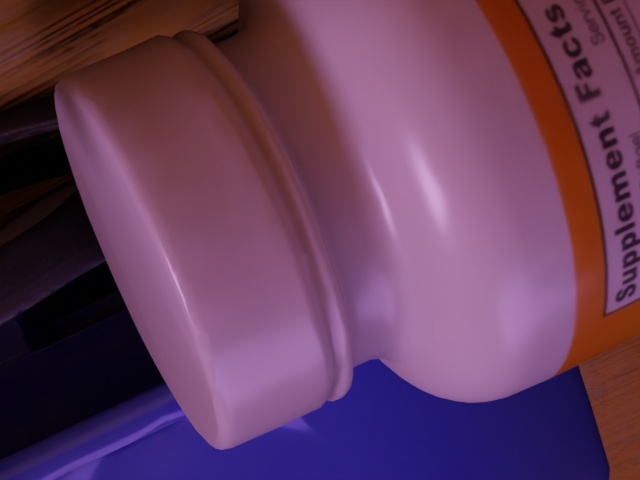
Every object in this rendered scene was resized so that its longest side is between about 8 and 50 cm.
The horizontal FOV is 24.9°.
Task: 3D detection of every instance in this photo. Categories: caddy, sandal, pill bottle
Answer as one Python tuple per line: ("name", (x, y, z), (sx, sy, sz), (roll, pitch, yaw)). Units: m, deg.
("caddy", (-0.053, 0.053, 0.582), (0.341, 0.179, 0.241), (-26, -163, 4))
("sandal", (-0.071, -0.024, 0.463), (0.254, 0.054, 0.097), (-33, -175, -24))
("pill bottle", (0.063, -0.040, 0.388), (0.246, 0.136, 0.136), (-24, 174, -14))
